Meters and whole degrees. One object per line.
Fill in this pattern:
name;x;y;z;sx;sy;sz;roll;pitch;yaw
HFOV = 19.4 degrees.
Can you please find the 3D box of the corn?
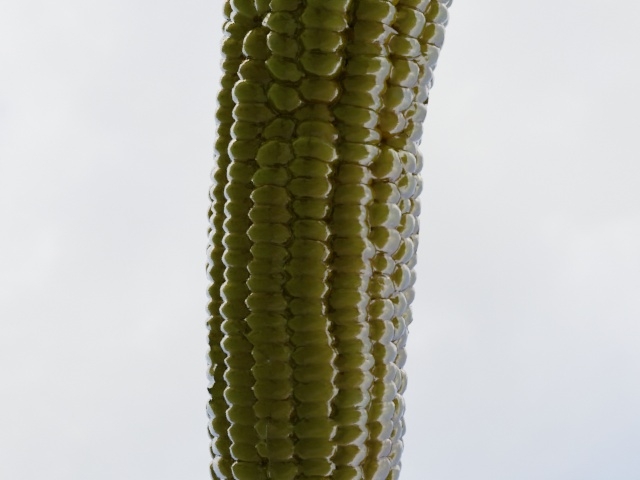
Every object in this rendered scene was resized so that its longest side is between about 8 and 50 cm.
corn;-0.004;-0.001;0.805;0.102;0.102;0.313;6;-91;30
